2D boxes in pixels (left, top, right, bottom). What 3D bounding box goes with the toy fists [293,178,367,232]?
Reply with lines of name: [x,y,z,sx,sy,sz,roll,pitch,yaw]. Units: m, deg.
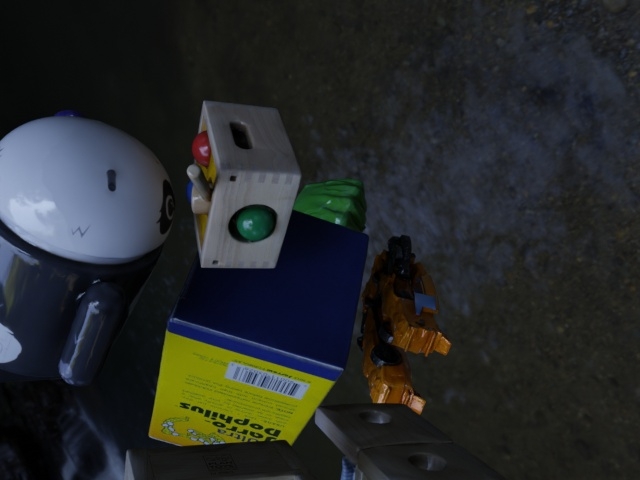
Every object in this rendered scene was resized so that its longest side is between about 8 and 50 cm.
toy fists: [0.000,0.000,1.215,0.142,0.279,0.096,1,142,44]

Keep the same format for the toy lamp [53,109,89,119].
toy lamp: [-0.460,-0.115,1.168,0.080,0.080,0.274,106,157,-50]

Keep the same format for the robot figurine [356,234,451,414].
robot figurine: [0.116,0.118,0.978,0.291,0.085,0.211,-88,15,-65]

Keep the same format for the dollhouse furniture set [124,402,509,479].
dollhouse furniture set: [-0.013,0.171,0.347,0.129,0.184,0.129,-160,76,-67]

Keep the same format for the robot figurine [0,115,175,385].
robot figurine: [-0.248,0.016,0.620,0.209,0.173,0.278,34,117,3]

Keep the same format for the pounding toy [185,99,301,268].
pounding toy: [-0.081,-0.048,0.575,0.141,0.100,0.130,-110,29,-45]

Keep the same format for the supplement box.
supplement box: [-0.093,0.136,0.852,0.195,0.194,0.356,18,141,-5]
